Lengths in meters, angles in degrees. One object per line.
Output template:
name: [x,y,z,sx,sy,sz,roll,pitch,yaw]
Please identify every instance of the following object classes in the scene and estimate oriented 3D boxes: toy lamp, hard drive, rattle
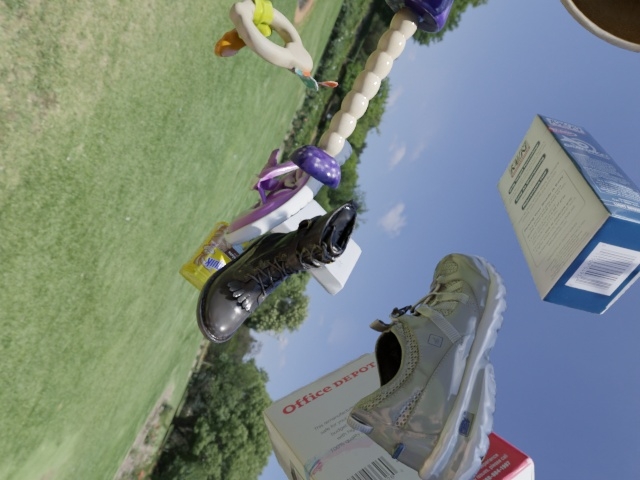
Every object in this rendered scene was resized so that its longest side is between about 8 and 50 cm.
toy lamp: [0.062,-0.194,0.489,0.275,0.080,0.080,-55,-170,12]
hard drive: [0.000,0.000,1.176,0.047,0.233,0.353,-43,180,18]
rattle: [-0.086,-0.296,0.734,0.142,0.200,0.130,-39,-166,25]

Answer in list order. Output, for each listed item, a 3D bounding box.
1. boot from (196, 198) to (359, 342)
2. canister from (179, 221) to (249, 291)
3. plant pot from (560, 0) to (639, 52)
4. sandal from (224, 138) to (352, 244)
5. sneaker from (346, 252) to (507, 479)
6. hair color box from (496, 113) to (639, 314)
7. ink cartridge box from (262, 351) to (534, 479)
boot: [-0.064,0.039,0.678,0.229,0.091,0.263,-19,-150,43]
canister: [-0.269,0.050,1.122,0.073,0.126,0.170,-7,-135,47]
plant pot: [0.304,-0.316,0.338,0.237,0.237,0.254,-58,-175,48]
sandal: [-0.069,-0.119,0.803,0.169,0.102,0.416,-25,-164,32]
sneaker: [0.110,0.088,0.428,0.281,0.115,0.105,-55,165,-55]
hair color box: [0.424,-0.063,0.739,0.347,0.105,0.174,-80,-175,-51]
ink cartridge box: [0.088,0.307,0.588,0.306,0.226,0.131,20,-55,60]
